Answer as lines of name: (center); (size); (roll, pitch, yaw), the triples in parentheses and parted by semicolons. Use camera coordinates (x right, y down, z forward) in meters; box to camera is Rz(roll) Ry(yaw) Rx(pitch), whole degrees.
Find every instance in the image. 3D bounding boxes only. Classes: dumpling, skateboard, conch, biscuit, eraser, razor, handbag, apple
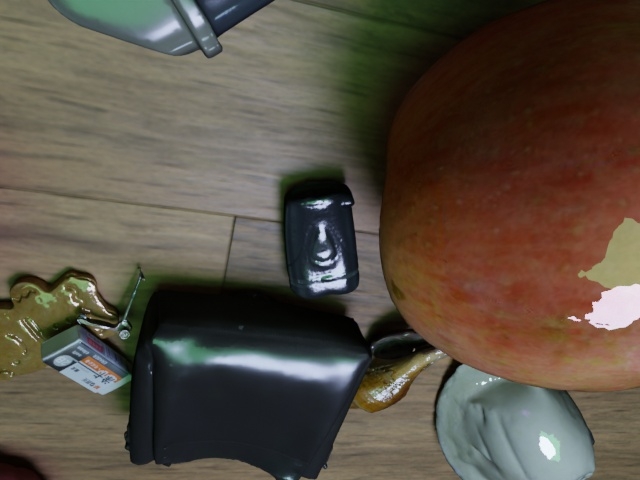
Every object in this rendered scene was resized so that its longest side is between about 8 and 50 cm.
dumpling: (0.295, 0.296, 0.853); (0.226, 0.244, 0.175); (-28, 162, 23)
skateboard: (-0.244, 0.070, 0.645); (0.063, 0.032, 0.083); (22, 99, -27)
conch: (0.103, 0.176, 0.765); (0.232, 0.086, 0.080); (-44, 159, 9)
biscuit: (-0.342, 0.105, 0.657); (0.183, 0.027, 0.134); (-13, 122, -6)
eraser: (-0.285, 0.150, 0.670); (0.052, 0.029, 0.122); (-27, 141, -2)
razor: (0.000, 0.000, 0.660); (0.089, 0.054, 0.148); (-9, 119, -8)
handbag: (-0.100, 0.199, 0.702); (0.285, 0.113, 0.257); (11, 111, -16)
apple: (0.219, -0.039, 0.523); (0.363, 0.364, 0.364); (-5, 119, -10)

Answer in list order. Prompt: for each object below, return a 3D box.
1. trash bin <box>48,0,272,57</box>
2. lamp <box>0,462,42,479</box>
trash bin: (-0.073, -0.264, 0.415); (0.290, 0.209, 0.182); (-32, 119, -1)
lamp: (-0.452, 0.387, 0.723); (0.181, 0.140, 0.182); (-8, 123, -12)
